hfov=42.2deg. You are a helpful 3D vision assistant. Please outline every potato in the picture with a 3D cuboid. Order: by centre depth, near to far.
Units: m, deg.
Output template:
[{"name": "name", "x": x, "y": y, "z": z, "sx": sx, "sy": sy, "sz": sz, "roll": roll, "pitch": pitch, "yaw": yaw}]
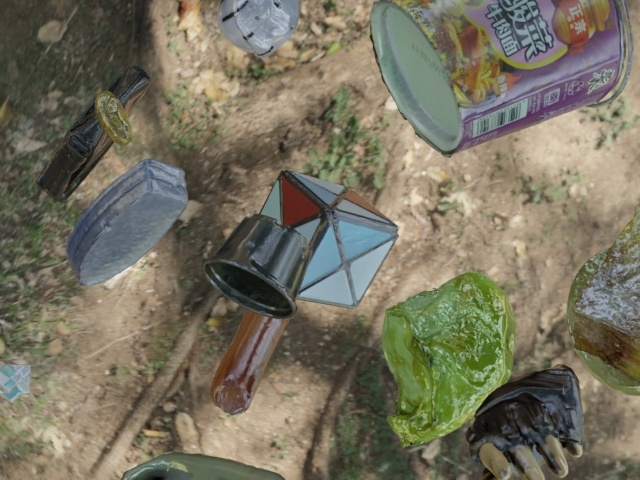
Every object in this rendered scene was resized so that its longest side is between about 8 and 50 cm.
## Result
[{"name": "potato", "x": -0.320, "y": -0.188, "z": 1.271, "sx": 0.046, "sy": 0.045, "sz": 0.092, "roll": -26, "pitch": 95, "yaw": -47}]

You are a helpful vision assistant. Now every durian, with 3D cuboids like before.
[{"name": "durian", "x": 0.248, "y": 0.207, "z": 1.570, "sx": 0.339, "sy": 0.204, "sz": 0.256, "roll": -25, "pitch": 79, "yaw": -21}]

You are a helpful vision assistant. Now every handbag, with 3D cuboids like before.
[{"name": "handbag", "x": -0.435, "y": -0.209, "z": 1.577, "sx": 0.080, "sy": 0.223, "sz": 0.247, "roll": 36, "pitch": 49, "yaw": -12}]

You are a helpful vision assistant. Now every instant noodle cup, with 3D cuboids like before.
[{"name": "instant noodle cup", "x": 0.242, "y": -0.295, "z": 1.225, "sx": 0.266, "sy": 0.340, "sz": 0.340, "roll": -28, "pitch": 96, "yaw": -9}]

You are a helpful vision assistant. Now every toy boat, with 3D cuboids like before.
[{"name": "toy boat", "x": -0.338, "y": -0.023, "z": 1.406, "sx": 0.127, "sy": 0.283, "sz": 0.078, "roll": 13, "pitch": 42, "yaw": -50}]

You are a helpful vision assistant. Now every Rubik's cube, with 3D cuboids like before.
[{"name": "Rubik's cube", "x": -0.647, "y": 0.290, "z": 1.714, "sx": 0.073, "sy": 0.075, "sz": 0.084, "roll": 16, "pitch": 57, "yaw": -48}, {"name": "Rubik's cube", "x": 0.000, "y": 0.000, "z": 2.042, "sx": 0.246, "sy": 0.250, "sz": 0.248, "roll": 12, "pitch": 111, "yaw": -41}]

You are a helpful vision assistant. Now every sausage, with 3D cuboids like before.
[{"name": "sausage", "x": -0.141, "y": 0.225, "z": 1.698, "sx": 0.089, "sy": 0.083, "sz": 0.300, "roll": 42, "pitch": 41, "yaw": -18}]

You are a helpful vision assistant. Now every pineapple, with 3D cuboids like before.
[{"name": "pineapple", "x": 0.327, "y": 0.058, "z": 0.779, "sx": 0.186, "sy": 0.114, "sz": 0.236, "roll": -11, "pitch": 44, "yaw": 8}]

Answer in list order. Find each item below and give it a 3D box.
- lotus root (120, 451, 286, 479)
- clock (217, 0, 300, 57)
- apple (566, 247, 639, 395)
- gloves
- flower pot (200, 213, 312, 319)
[{"name": "lotus root", "x": -0.111, "y": 0.186, "z": 0.376, "sx": 0.235, "sy": 0.119, "sz": 0.138, "roll": -19, "pitch": 112, "yaw": -54}, {"name": "clock", "x": -0.090, "y": -0.318, "z": 1.059, "sx": 0.117, "sy": 0.080, "sz": 0.176, "roll": 34, "pitch": 42, "yaw": -31}, {"name": "apple", "x": 0.557, "y": 0.118, "z": 1.372, "sx": 0.291, "sy": 0.292, "sz": 0.254, "roll": 18, "pitch": 59, "yaw": -23}, {"name": "gloves", "x": 0.233, "y": 0.223, "z": 0.948, "sx": 0.164, "sy": 0.124, "sz": 0.203, "roll": -59, "pitch": 156, "yaw": 14}, {"name": "flower pot", "x": -0.085, "y": 0.033, "z": 1.229, "sx": 0.157, "sy": 0.157, "sz": 0.107, "roll": 36, "pitch": 63, "yaw": -18}]
